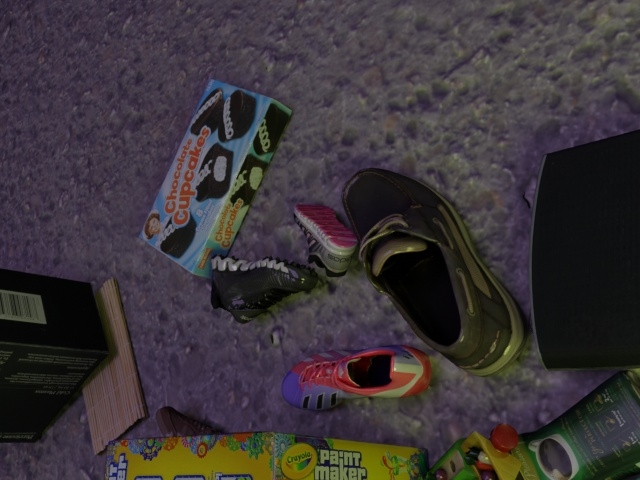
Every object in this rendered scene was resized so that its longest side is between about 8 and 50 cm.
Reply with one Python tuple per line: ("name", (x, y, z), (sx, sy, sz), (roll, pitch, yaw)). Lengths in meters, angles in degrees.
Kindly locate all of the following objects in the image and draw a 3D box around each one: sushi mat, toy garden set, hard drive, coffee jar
("sushi mat", (-0.408, 0.231, 1.423), (0.151, 0.019, 0.316), (-42, 52, 24))
("toy garden set", (0.178, 0.326, 0.784), (0.203, 0.049, 0.244), (111, 147, -51))
("hard drive", (0.300, 0.007, 0.799), (0.172, 0.054, 0.254), (-12, 64, 46))
("coffee jar", (0.274, 0.222, 0.790), (0.184, 0.079, 0.096), (-39, 55, 23))

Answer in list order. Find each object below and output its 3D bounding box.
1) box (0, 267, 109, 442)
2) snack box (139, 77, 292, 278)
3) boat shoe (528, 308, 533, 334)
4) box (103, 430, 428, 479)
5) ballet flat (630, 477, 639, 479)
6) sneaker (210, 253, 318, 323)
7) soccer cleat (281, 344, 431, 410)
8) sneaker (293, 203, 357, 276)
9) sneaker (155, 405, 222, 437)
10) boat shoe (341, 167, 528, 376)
("box", (-0.627, 0.213, 1.379), (0.312, 0.343, 0.179), (-47, 50, 25))
("snack box", (-0.190, -0.113, 1.327), (0.187, 0.060, 0.321), (27, 93, 44))
("boat shoe", (0.270, 0.052, 0.881), (0.046, 0.038, 0.125), (26, 92, 46))
("box", (-0.062, 0.332, 0.900), (0.279, 0.290, 0.177), (-14, 66, 36))
("ballet flat", (0.389, 0.349, 0.633), (0.348, 0.123, 0.123), (36, 99, 43))
("sneaker", (-0.093, 0.079, 1.167), (0.234, 0.078, 0.106), (2, 79, 45))
("soccer cleat", (0.031, 0.180, 1.006), (0.248, 0.095, 0.083), (-13, 67, 37))
("sneaker", (0.000, 0.000, 1.116), (0.170, 0.063, 0.074), (-134, 47, -54))
("sneaker", (-0.186, 0.315, 1.182), (0.071, 0.066, 0.188), (-46, 54, -3))
("boat shoe", (0.122, 0.014, 0.961), (0.132, 0.130, 0.355), (-50, 49, 16))
